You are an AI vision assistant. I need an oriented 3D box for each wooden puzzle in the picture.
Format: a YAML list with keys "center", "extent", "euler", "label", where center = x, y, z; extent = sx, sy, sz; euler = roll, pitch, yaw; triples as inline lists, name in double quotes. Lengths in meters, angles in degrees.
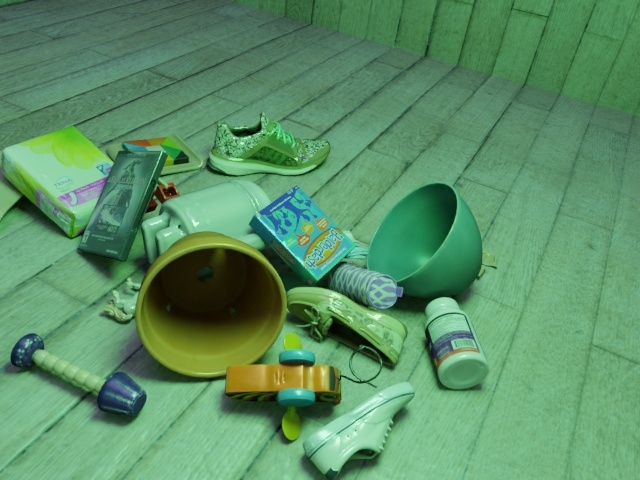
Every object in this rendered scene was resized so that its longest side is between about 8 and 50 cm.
- center: [-0.523, -0.272, 1.805]
  extent: [0.238, 0.044, 0.221]
  euler: [-20, 45, -32]
  label: "wooden puzzle"

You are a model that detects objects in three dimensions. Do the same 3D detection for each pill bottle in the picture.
- center: [0.291, 0.219, 1.259]
  extent: [0.108, 0.108, 0.193]
  euler: [3, 37, -8]
  label: "pill bottle"

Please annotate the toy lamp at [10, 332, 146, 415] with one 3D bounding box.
- center: [-0.456, 0.256, 1.087]
  extent: [0.274, 0.080, 0.080]
  euler: [21, 38, 15]
  label: "toy lamp"

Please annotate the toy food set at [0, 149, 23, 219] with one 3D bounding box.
- center: [-0.893, -0.139, 1.535]
  extent: [0.219, 0.092, 0.306]
  euler: [19, 38, -5]
  label: "toy food set"

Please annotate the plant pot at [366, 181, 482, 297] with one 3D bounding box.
- center: [0.284, 0.029, 1.414]
  extent: [0.195, 0.290, 0.290]
  euler: [36, 28, -25]
  label: "plant pot"

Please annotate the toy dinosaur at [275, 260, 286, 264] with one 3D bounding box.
- center: [-0.038, 0.045, 1.489]
  extent: [0.092, 0.053, 0.183]
  euler: [10, 26, 27]
  label: "toy dinosaur"

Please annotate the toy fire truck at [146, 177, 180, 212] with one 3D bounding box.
- center: [-0.448, -0.142, 1.466]
  extent: [0.047, 0.135, 0.192]
  euler: [-24, 70, -46]
  label: "toy fire truck"

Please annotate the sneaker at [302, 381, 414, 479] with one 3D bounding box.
- center: [0.089, 0.356, 1.070]
  extent: [0.258, 0.094, 0.091]
  euler: [-23, 65, -30]
  label: "sneaker"

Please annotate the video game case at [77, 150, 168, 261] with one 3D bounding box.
- center: [-0.482, -0.091, 1.388]
  extent: [0.196, 0.274, 0.026]
  euler: [8, -15, 40]
  label: "video game case"

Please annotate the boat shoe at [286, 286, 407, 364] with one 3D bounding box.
- center: [0.048, 0.184, 1.261]
  extent: [0.285, 0.105, 0.089]
  euler: [18, 54, 10]
  label: "boat shoe"

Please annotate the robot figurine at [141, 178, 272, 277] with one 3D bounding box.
- center: [-0.254, -0.033, 1.409]
  extent: [0.353, 0.200, 0.300]
  euler: [-23, 40, -36]
  label: "robot figurine"

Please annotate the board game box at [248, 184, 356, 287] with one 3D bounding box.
- center: [-0.040, -0.012, 1.348]
  extent: [0.210, 0.047, 0.160]
  euler: [46, 50, 4]
  label: "board game box"

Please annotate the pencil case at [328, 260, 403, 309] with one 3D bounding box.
- center: [0.097, 0.105, 1.333]
  extent: [0.088, 0.086, 0.206]
  euler: [12, 1, -27]
  label: "pencil case"

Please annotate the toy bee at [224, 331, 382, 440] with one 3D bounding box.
- center: [-0.024, 0.288, 1.102]
  extent: [0.298, 0.162, 0.195]
  euler: [11, 66, 25]
  label: "toy bee"

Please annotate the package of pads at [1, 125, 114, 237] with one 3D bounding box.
- center: [-0.668, -0.161, 1.527]
  extent: [0.296, 0.101, 0.229]
  euler: [40, 42, 12]
  label: "package of pads"

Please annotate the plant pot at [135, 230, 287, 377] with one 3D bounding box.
- center: [-0.233, 0.105, 1.189]
  extent: [0.290, 0.291, 0.203]
  euler: [-4, 22, -16]
  label: "plant pot"

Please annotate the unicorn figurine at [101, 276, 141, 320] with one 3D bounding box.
- center: [-0.405, 0.123, 1.292]
  extent: [0.111, 0.060, 0.162]
  euler: [22, 63, 23]
  label: "unicorn figurine"

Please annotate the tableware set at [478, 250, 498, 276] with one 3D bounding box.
- center: [0.408, 0.043, 1.591]
  extent: [0.168, 0.020, 0.141]
  euler: [28, 41, 24]
  label: "tableware set"

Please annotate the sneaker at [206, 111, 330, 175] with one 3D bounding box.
- center: [-0.154, -0.316, 1.821]
  extent: [0.410, 0.182, 0.158]
  euler: [-7, 39, -20]
  label: "sneaker"

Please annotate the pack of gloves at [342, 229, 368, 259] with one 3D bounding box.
- center: [0.000, 0.000, 1.463]
  extent: [0.232, 0.046, 0.195]
  euler: [-4, 22, -19]
  label: "pack of gloves"

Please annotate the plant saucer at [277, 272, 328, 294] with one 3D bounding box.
- center: [-0.078, 0.111, 1.407]
  extent: [0.192, 0.018, 0.067]
  euler: [9, 37, -1]
  label: "plant saucer"
